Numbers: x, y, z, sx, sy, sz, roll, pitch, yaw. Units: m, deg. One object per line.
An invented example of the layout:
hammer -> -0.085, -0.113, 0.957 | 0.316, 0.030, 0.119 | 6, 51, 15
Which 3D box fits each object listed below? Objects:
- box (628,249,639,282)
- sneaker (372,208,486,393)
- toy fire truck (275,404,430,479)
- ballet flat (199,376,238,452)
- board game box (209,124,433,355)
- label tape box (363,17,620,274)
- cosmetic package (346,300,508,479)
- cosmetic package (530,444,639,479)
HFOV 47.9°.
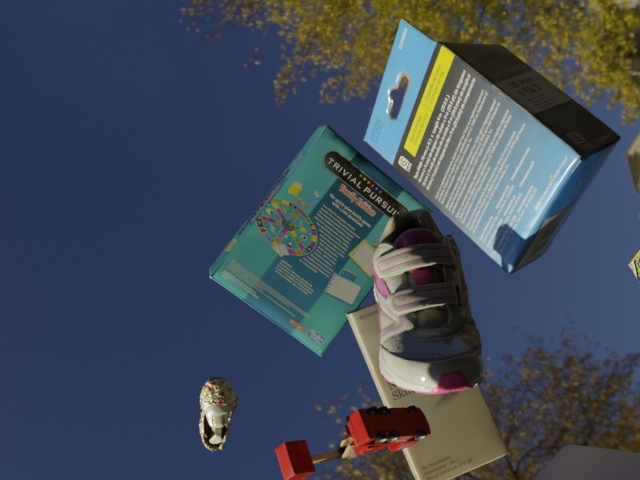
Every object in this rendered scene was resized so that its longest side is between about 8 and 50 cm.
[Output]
box -> 0.423, 0.007, 0.838 | 0.054, 0.059, 0.169 | -20, -28, -6
sneaker -> 0.097, 0.052, 0.726 | 0.102, 0.252, 0.111 | -9, -60, -3
toy fire truck -> 0.049, 0.280, 0.998 | 0.192, 0.135, 0.047 | 11, -133, -45
ballet flat -> -0.228, 0.398, 1.618 | 0.091, 0.077, 0.241 | -1, -42, -9
board game box -> 0.000, 0.000, 1.313 | 0.253, 0.079, 0.336 | 38, -89, -14
label tape box -> 0.234, -0.152, 1.068 | 0.105, 0.334, 0.241 | -25, -30, -32
cosmetic package -> 0.175, 0.236, 1.221 | 0.160, 0.113, 0.310 | -23, -93, -3
cosmetic package -> 0.336, 0.462, 0.676 | 0.329, 0.327, 0.394 | -33, -84, -26
